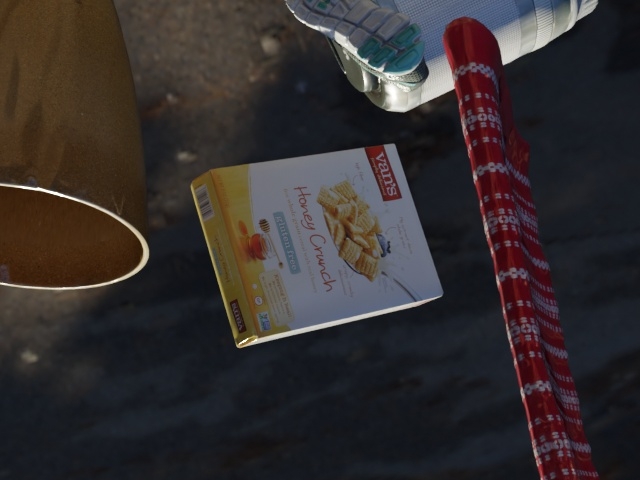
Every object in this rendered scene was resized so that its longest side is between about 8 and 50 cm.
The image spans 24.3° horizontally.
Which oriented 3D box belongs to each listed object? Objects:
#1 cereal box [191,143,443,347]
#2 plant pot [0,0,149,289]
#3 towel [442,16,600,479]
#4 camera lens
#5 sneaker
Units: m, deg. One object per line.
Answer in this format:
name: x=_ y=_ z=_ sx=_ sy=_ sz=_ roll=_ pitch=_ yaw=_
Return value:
cereal box: x=0.000 y=0.000 z=1.492 sx=0.240 sy=0.173 sz=0.047 roll=-12 pitch=170 yaw=-36
plant pot: x=-0.262 y=-0.113 z=1.376 sx=0.237 sy=0.254 sz=0.237 roll=4 pitch=156 yaw=2
towel: x=0.120 y=0.031 z=0.837 sx=0.031 sy=0.275 sz=0.199 roll=-14 pitch=157 yaw=10
camera lens: x=0.138 y=-0.283 z=1.629 sx=0.274 sy=0.219 sz=0.219 roll=-26 pitch=157 yaw=-6
sneaker: x=0.030 y=-0.179 z=1.249 sx=0.065 sy=0.166 sz=0.076 roll=-42 pitch=151 yaw=1
